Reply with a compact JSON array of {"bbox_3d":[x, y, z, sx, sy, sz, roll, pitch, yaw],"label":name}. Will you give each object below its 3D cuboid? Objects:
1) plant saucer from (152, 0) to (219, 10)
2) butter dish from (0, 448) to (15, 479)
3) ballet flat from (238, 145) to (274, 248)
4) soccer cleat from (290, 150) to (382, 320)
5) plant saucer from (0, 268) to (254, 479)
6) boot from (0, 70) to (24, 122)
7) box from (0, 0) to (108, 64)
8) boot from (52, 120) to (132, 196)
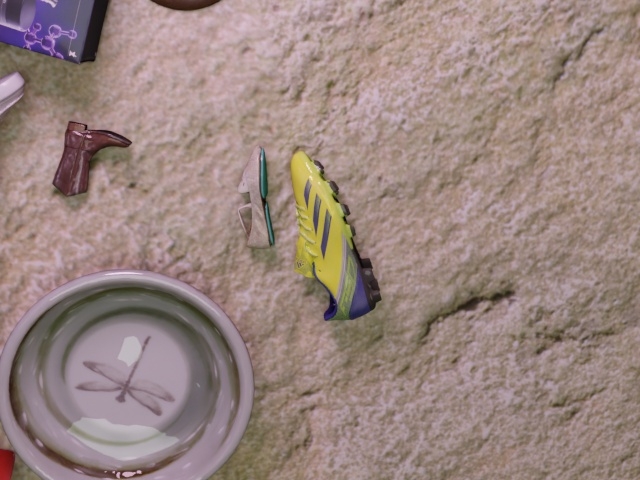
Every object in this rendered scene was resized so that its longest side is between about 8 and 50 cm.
[{"bbox_3d":[-0.201,-0.440,1.422,0.198,0.036,0.199,-2,104,-7],"label":"plant saucer"},{"bbox_3d":[-0.586,0.424,1.563,0.159,0.160,0.118,5,128,-9],"label":"butter dish"},{"bbox_3d":[-0.107,-0.064,1.525,0.052,0.057,0.168,-4,105,4],"label":"ballet flat"},{"bbox_3d":[0.000,0.001,1.537,0.121,0.093,0.289,-21,106,6],"label":"soccer cleat"},{"bbox_3d":[-0.308,0.227,1.554,0.400,0.100,0.400,-2,106,-7],"label":"plant saucer"},{"bbox_3d":[-0.518,-0.137,1.444,0.258,0.095,0.123,-32,112,11],"label":"boot"},{"bbox_3d":[-0.387,-0.402,1.366,0.184,0.103,0.261,15,103,-6],"label":"box"},{"bbox_3d":[-0.353,-0.116,1.488,0.106,0.037,0.114,16,99,3],"label":"boot"}]
